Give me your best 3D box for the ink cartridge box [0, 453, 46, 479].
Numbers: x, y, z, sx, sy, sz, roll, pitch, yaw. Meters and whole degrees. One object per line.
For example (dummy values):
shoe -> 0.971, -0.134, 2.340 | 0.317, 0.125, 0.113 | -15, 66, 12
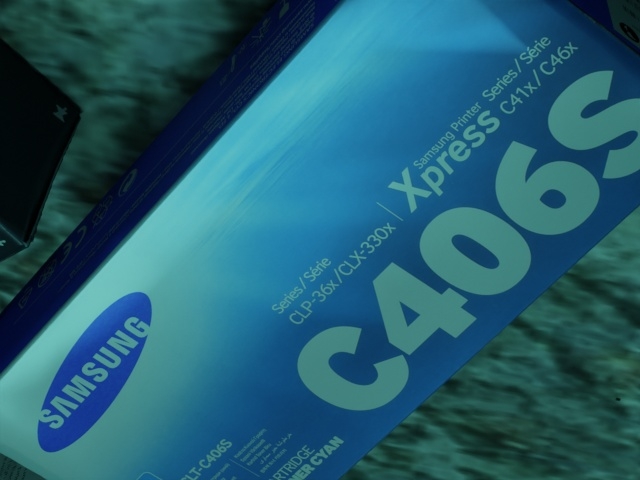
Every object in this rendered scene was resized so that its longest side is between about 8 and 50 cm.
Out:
ink cartridge box -> -0.146, 0.186, 1.028 | 0.115, 0.198, 0.273 | 32, 135, -19

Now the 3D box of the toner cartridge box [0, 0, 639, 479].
toner cartridge box -> 0.000, 0.000, 0.816 | 0.165, 0.075, 0.348 | 34, 119, -19

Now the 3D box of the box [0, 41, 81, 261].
box -> -0.277, -0.076, 0.855 | 0.184, 0.103, 0.261 | -27, 124, 33
